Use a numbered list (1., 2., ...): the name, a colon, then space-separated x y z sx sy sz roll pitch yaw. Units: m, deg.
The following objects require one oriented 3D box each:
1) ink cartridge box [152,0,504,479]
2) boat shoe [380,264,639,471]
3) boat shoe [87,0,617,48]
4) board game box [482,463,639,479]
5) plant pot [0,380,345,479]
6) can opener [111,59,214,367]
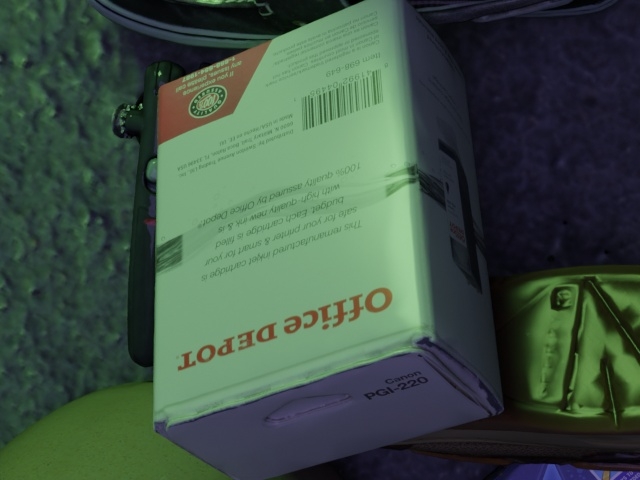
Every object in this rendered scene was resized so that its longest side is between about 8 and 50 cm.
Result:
1. ink cartridge box: 0.000 0.000 0.821 0.158 0.092 0.218 -19 52 24
2. boat shoe: 0.078 0.074 0.872 0.342 0.123 0.123 0 63 31
3. boat shoe: 0.013 -0.175 0.880 0.335 0.119 0.121 -2 92 10
4. board game box: 0.134 0.197 0.916 0.201 0.035 0.136 -42 85 9
5. plant pot: -0.118 0.232 0.865 0.284 0.191 0.284 1 94 17
6. can opener: -0.094 -0.016 0.936 0.073 0.059 0.186 10 94 9
